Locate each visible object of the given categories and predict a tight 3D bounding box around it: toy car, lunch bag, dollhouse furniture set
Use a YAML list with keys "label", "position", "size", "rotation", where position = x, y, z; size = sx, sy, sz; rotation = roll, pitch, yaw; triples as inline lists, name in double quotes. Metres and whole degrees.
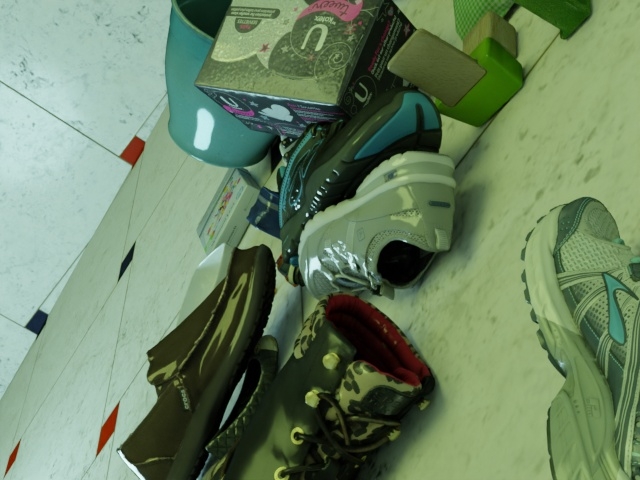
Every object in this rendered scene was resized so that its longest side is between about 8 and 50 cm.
- label: "toy car"
  position: [-0.060, 0.055, 1.532]
  size: [0.122, 0.040, 0.060]
  rotation: [-49, 24, 37]
- label: "lunch bag"
  position: [-0.062, -0.042, 1.625]
  size: [0.065, 0.067, 0.098]
  rotation: [-62, 17, 4]
- label: "dollhouse furniture set"
  position: [0.167, -0.305, 1.216]
  size: [0.197, 0.151, 0.302]
  rotation: [-46, 25, 42]

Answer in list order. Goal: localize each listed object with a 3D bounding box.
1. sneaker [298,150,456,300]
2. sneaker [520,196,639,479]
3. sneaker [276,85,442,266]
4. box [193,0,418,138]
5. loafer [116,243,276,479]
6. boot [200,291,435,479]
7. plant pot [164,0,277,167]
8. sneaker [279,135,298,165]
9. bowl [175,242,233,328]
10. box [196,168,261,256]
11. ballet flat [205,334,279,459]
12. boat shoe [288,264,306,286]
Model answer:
- label: "sneaker"
  position: [0.051, 0.015, 1.184]
  size: [0.281, 0.105, 0.115]
  rotation: [129, 141, -57]
- label: "sneaker"
  position: [0.214, 0.066, 0.721]
  size: [0.122, 0.110, 0.283]
  rotation: [-32, 34, 26]
- label: "sneaker"
  position: [0.020, -0.091, 1.269]
  size: [0.341, 0.125, 0.140]
  rotation: [-47, 52, 55]
- label: "box"
  position: [-0.010, -0.226, 1.441]
  size: [0.247, 0.142, 0.163]
  rotation: [14, 77, 37]
- label: "loafer"
  position: [-0.169, 0.163, 1.468]
  size: [0.134, 0.130, 0.366]
  rotation: [-2, -64, -85]
- label: "boot"
  position: [-0.009, 0.230, 1.027]
  size: [0.284, 0.138, 0.377]
  rotation: [-59, 14, 15]
- label: "plant pot"
  position: [-0.143, -0.274, 1.884]
  size: [0.272, 0.271, 0.255]
  rotation: [-88, 15, -51]
- label: "sneaker"
  position: [0.005, -0.184, 1.586]
  size: [0.110, 0.118, 0.292]
  rotation: [-31, 54, 34]
- label: "bowl"
  position: [-0.170, 0.088, 1.767]
  size: [0.142, 0.053, 0.142]
  rotation: [-38, 30, 53]
- label: "box"
  position: [-0.159, -0.047, 1.942]
  size: [0.145, 0.038, 0.186]
  rotation: [-61, 19, 9]
- label: "ballet flat"
  position: [-0.094, 0.197, 1.420]
  size: [0.057, 0.049, 0.173]
  rotation: [-24, 43, 62]
- label: "boat shoe"
  position: [0.000, 0.001, 1.442]
  size: [0.049, 0.042, 0.133]
  rotation: [64, -139, -57]
